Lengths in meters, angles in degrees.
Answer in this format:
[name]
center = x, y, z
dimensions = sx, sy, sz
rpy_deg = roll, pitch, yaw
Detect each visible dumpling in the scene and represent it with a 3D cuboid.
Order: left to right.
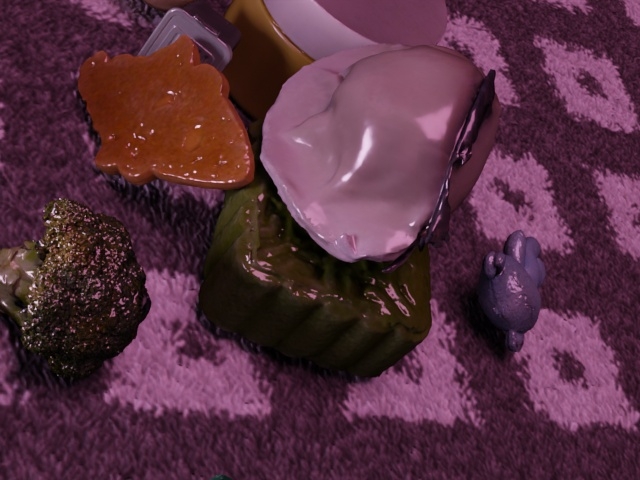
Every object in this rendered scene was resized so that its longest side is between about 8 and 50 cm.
[dumpling]
center = 0.068, -0.110, 1.159
dimensions = 0.204, 0.163, 0.293
rpy_deg = 38, 55, -9

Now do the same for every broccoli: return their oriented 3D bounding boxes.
[broccoli]
center = -0.212, 0.037, 1.041
dimensions = 0.138, 0.146, 0.162
rpy_deg = 11, 60, 11

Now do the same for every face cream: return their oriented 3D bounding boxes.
[face cream]
center = 0.007, -0.244, 1.382
dimensions = 0.218, 0.179, 0.218
rpy_deg = 20, 47, -23

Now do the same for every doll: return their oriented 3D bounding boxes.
[doll]
center = 0.218, 0.048, 1.392
dimensions = 0.180, 0.075, 0.120
rpy_deg = -54, 126, -67

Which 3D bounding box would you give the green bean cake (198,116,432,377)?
[green bean cake]
center = 0.000, 0.000, 1.221
dimensions = 0.222, 0.125, 0.248
rpy_deg = 21, 45, -22

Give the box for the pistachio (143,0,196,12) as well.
[pistachio]
center = -0.190, -0.352, 1.367
dimensions = 0.145, 0.117, 0.200
rpy_deg = -5, 60, -56

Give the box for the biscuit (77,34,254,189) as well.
[biscuit]
center = -0.153, -0.120, 1.200
dimensions = 0.250, 0.162, 0.035
rpy_deg = 37, -3, 31

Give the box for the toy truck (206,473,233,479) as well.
[toy truck]
center = -0.073, 0.267, 0.998
dimensions = 0.079, 0.065, 0.147
rpy_deg = -22, 72, -47

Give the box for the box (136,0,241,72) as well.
[box]
center = -0.143, -0.196, 1.284
dimensions = 0.084, 0.122, 0.069
rpy_deg = 39, 31, -6
